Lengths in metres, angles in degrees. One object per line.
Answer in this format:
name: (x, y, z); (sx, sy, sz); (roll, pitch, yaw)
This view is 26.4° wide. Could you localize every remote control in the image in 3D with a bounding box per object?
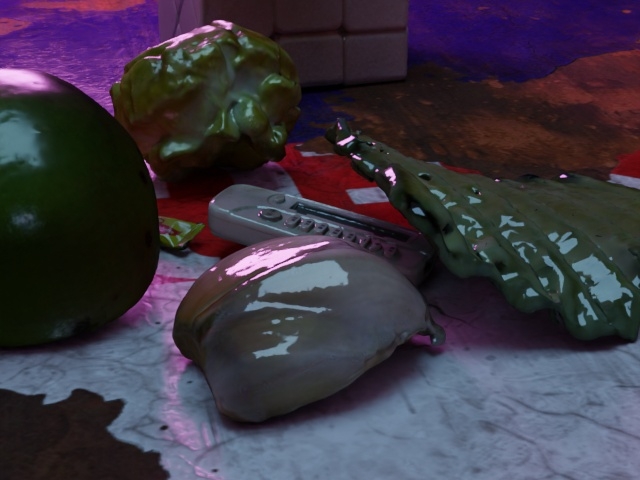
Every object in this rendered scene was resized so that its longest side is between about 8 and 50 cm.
remote control: (0.000, -0.001, 1.361); (0.230, 0.049, 0.090); (16, 25, 17)

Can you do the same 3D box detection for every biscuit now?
biscuit: (-0.255, -0.026, 1.473); (0.292, 0.026, 0.048); (11, 44, 27)

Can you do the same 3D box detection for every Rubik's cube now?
Rubik's cube: (-0.064, -0.411, 2.024); (0.315, 0.319, 0.322); (-6, 24, -16)

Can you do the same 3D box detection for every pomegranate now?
pomegranate: (-0.324, -0.039, 1.257); (0.358, 0.216, 0.309); (-19, 32, -35)

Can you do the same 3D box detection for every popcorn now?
popcorn: (-0.133, -0.161, 1.603); (0.221, 0.184, 0.204); (-12, -6, -19)

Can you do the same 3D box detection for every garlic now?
garlic: (-0.012, 0.054, 1.166); (0.228, 0.110, 0.217); (-11, 21, -22)

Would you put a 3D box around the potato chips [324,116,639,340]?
potato chips: (0.188, -0.023, 1.340); (0.373, 0.097, 0.389); (10, 17, -15)
